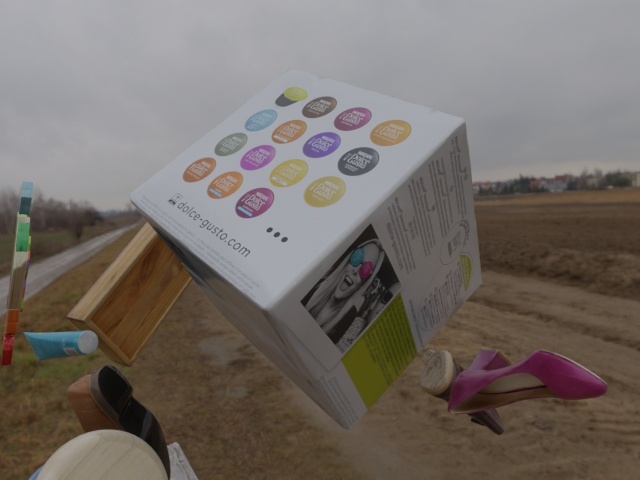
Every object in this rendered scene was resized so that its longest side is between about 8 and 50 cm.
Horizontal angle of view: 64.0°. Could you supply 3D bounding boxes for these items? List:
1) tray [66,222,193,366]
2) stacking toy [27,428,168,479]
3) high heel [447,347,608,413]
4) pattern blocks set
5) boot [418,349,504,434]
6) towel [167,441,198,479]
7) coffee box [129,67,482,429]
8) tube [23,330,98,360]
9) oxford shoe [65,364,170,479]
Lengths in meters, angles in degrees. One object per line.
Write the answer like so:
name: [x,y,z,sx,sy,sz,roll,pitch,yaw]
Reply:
tray: [-0.465,0.107,1.380,0.076,0.202,0.410,4,48,29]
stacking toy: [-0.316,0.330,0.595,0.330,0.141,0.141,-35,-15,35]
high heel: [0.273,0.213,0.713,0.117,0.082,0.244,-52,17,-18]
pattern blocks set: [-0.578,0.062,0.982,0.026,0.285,0.324,6,-38,-31]
boot: [0.307,0.324,1.068,0.207,0.090,0.248,42,5,6]
towel: [-0.385,0.573,1.068,0.282,0.187,0.049,-30,-18,-24]
coffee box: [0.000,0.000,0.771,0.334,0.338,0.338,-43,48,-17]
tube: [-0.602,0.240,1.176,0.207,0.080,0.052,-9,13,27]
oxford shoe: [-0.284,0.277,0.731,0.076,0.212,0.076,-23,14,10]
